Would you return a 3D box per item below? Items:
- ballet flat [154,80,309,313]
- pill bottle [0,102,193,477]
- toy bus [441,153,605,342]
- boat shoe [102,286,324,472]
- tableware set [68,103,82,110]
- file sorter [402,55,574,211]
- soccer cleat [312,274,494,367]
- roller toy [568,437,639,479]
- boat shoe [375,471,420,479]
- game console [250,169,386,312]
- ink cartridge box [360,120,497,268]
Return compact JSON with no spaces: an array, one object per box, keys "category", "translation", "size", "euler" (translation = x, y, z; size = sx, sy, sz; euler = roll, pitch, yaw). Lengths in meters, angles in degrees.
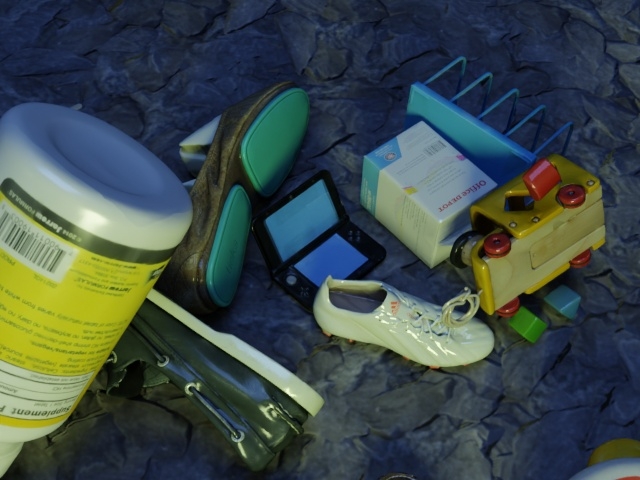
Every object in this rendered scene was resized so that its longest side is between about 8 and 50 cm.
[{"category":"ballet flat","translation":[-0.118,-0.060,1.283],"size":[0.124,0.116,0.342],"euler":[3,52,22]},{"category":"pill bottle","translation":[-0.273,0.058,1.023],"size":[0.188,0.334,0.188],"euler":[31,19,-12]},{"category":"toy bus","translation":[0.202,-0.005,1.187],"size":[0.202,0.191,0.104],"euler":[13,20,-41]},{"category":"boat shoe","translation":[-0.164,0.117,1.126],"size":[0.340,0.127,0.113],"euler":[30,78,16]},{"category":"tableware set","translation":[-0.322,-0.092,1.341],"size":[0.141,0.020,0.169],"euler":[-24,57,-20]},{"category":"file sorter","translation":[0.196,-0.121,1.329],"size":[0.170,0.118,0.104],"euler":[37,56,23]},{"category":"soccer cleat","translation":[0.088,0.084,1.187],"size":[0.196,0.076,0.068],"euler":[12,52,5]},{"category":"roller toy","translation":[0.279,0.294,0.988],"size":[0.191,0.146,0.209],"euler":[36,58,22]},{"category":"boat shoe","translation":[0.096,0.301,0.990],"size":[0.095,0.095,0.257],"euler":[-4,44,-11]},{"category":"game console","translation":[0.000,0.000,1.252],"size":[0.122,0.071,0.107],"euler":[-37,62,-27]},{"category":"ink cartridge box","translation":[0.126,-0.046,1.283],"size":[0.092,0.090,0.143],"euler":[-32,61,-24]}]
